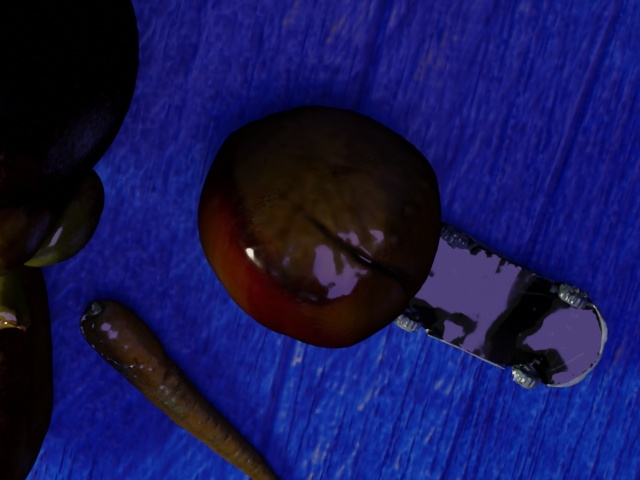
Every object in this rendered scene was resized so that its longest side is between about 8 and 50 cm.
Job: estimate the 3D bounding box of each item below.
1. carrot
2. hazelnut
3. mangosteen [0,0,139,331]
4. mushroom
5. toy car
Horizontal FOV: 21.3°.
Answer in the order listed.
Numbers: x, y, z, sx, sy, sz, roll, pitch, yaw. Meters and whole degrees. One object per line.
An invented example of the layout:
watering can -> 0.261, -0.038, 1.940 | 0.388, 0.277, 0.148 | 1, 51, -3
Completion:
carrot -> -0.112, 0.139, 1.445 | 0.049, 0.049, 0.254 | -41, 110, 6
hazelnut -> 0.000, 0.000, 1.352 | 0.208, 0.208, 0.208 | -2, 106, -6
mangosteen -> -0.265, -0.118, 1.203 | 0.297, 0.297, 0.313 | -28, 149, 2
mushroom -> -0.330, 0.098, 1.381 | 0.217, 0.148, 0.227 | 4, 97, 12
toy car -> 0.146, 0.055, 1.437 | 0.205, 0.056, 0.095 | 26, 101, -12
